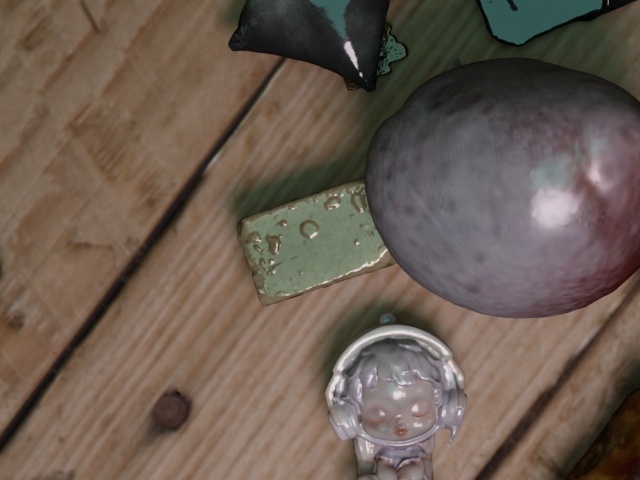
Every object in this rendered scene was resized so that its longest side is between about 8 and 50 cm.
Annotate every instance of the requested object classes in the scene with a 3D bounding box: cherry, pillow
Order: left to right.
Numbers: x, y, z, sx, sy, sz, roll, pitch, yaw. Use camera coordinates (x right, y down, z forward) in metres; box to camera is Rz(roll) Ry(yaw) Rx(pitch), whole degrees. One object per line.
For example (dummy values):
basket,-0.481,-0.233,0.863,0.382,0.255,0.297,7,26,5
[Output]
pillow,0.011,-0.312,1.717,0.186,0.106,0.249,16,88,9
cherry,0.208,-0.063,1.590,0.326,0.335,0.291,11,88,6

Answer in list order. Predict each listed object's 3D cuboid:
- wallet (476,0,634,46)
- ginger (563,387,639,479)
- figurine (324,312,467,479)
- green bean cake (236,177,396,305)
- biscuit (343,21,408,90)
wallet,0.336,-0.370,1.726,0.378,0.051,0.197,-22,87,5
ginger,0.414,0.264,1.655,0.254,0.176,0.418,42,87,9
figurine,0.086,0.202,1.693,0.163,0.141,0.236,1,89,-1
green bean cake,0.000,0.000,1.729,0.179,0.085,0.109,-18,88,5
biscuit,0.057,-0.217,1.760,0.082,0.016,0.092,26,92,4
